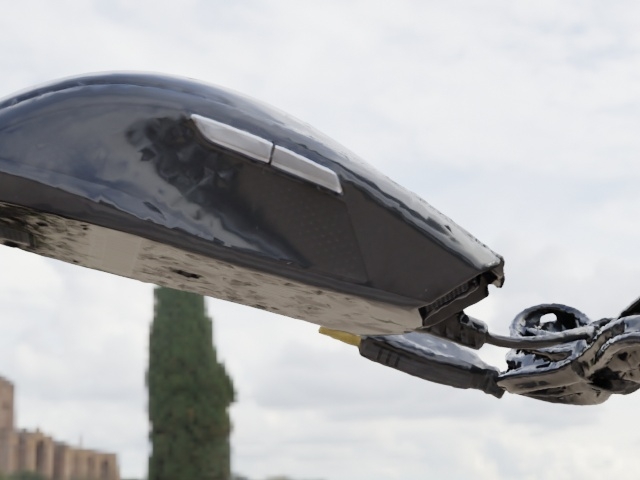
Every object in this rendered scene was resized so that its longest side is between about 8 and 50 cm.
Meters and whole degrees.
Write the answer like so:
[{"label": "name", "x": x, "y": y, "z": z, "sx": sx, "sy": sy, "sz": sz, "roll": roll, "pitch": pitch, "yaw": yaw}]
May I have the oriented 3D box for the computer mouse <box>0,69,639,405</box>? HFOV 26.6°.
[{"label": "computer mouse", "x": 0.000, "y": 0.000, "z": 0.463, "sx": 0.262, "sy": 0.060, "sz": 0.184, "roll": 14, "pitch": -11, "yaw": -2}]
